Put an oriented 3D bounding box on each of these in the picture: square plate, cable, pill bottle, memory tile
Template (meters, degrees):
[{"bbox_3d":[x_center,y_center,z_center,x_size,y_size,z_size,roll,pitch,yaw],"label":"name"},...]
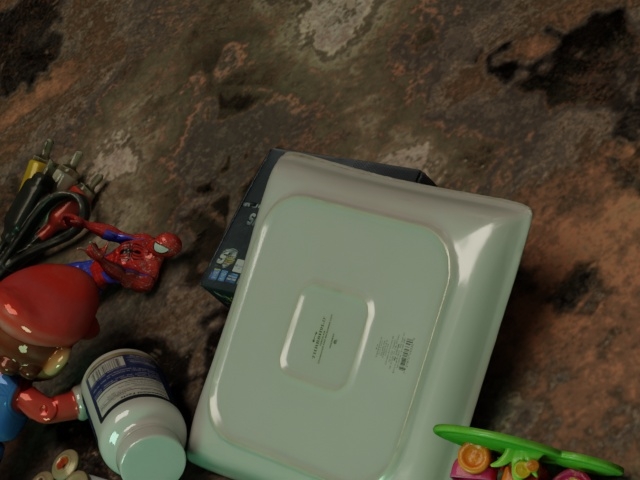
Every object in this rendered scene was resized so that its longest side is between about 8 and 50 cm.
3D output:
[{"bbox_3d":[0.019,0.097,1.680,0.344,0.049,0.347,15,87,43],"label":"square plate"},{"bbox_3d":[-0.375,0.014,2.144,0.139,0.072,0.287,33,95,30],"label":"cable"},{"bbox_3d":[-0.194,0.192,1.792,0.094,0.094,0.169,-42,30,5],"label":"pill bottle"},{"bbox_3d":[-0.302,0.301,1.823,0.148,0.012,0.113,-42,43,6],"label":"memory tile"}]

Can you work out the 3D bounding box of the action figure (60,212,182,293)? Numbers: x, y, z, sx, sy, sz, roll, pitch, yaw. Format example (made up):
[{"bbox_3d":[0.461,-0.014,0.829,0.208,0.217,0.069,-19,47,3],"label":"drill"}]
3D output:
[{"bbox_3d":[-0.299,0.030,1.996,0.280,0.139,0.091,-20,49,22],"label":"action figure"}]

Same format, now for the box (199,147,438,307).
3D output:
[{"bbox_3d":[0.000,0.000,1.832,0.232,0.059,0.183,12,67,42],"label":"box"}]

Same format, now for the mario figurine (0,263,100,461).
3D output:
[{"bbox_3d":[-0.346,0.171,1.926,0.320,0.198,0.170,-57,20,5],"label":"mario figurine"}]

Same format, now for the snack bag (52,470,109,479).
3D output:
[{"bbox_3d":[-0.217,0.398,1.720,0.342,0.037,0.323,4,62,41],"label":"snack bag"}]

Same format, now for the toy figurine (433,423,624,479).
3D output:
[{"bbox_3d":[0.167,0.258,1.492,0.173,0.130,0.159,10,78,16],"label":"toy figurine"}]
